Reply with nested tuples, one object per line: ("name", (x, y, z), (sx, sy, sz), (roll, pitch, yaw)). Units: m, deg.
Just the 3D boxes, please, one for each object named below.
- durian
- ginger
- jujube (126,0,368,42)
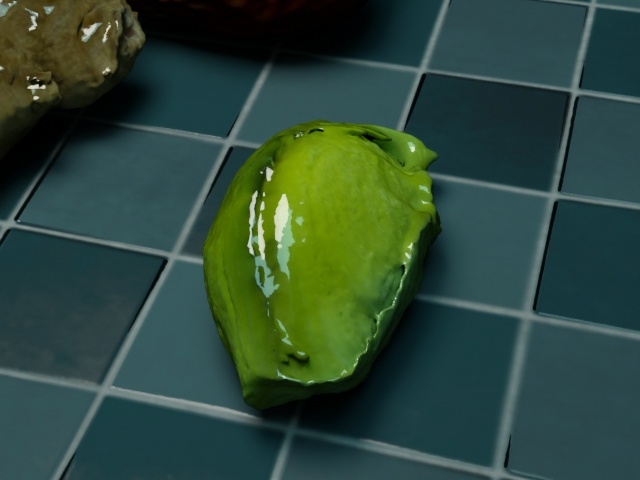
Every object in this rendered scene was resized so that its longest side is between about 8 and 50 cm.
("durian", (0.000, 0.000, 0.767), (0.139, 0.101, 0.250), (32, 44, -16))
("ginger", (-0.244, -0.133, 0.895), (0.219, 0.123, 0.270), (-5, 54, 1))
("jujube", (-0.064, -0.241, 0.982), (0.236, 0.168, 0.168), (-7, 43, 16))
